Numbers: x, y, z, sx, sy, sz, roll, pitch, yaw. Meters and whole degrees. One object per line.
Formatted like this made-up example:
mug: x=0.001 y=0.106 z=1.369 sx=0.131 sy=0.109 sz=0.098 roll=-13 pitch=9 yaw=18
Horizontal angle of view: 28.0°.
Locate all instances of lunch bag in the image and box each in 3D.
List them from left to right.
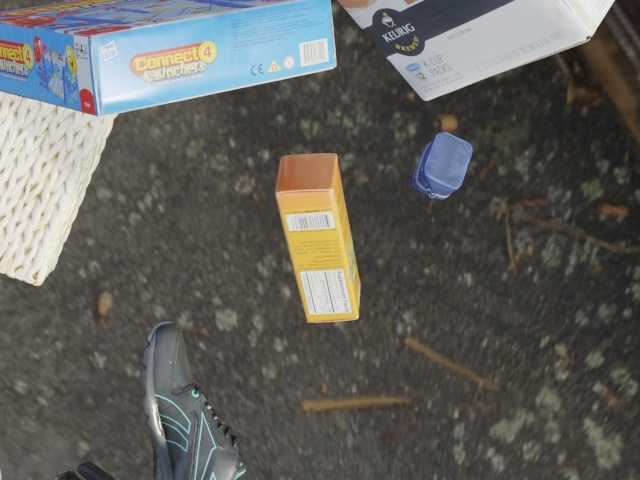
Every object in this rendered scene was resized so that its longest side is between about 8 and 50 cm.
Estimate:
lunch bag: x=0.187 y=-0.111 z=1.999 sx=0.067 sy=0.065 sz=0.098 roll=26 pitch=68 yaw=-8

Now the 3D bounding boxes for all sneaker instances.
sneaker: x=-0.140 y=0.220 z=1.430 sx=0.106 sy=0.101 sz=0.267 roll=-8 pitch=83 yaw=0

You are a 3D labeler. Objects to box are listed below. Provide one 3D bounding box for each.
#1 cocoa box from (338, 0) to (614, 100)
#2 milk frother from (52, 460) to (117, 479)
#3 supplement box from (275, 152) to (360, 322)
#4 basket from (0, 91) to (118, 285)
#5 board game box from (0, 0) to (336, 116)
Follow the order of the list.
cocoa box: x=0.174 y=-0.346 z=1.194 sx=0.228 sy=0.231 sz=0.347 roll=46 pitch=60 yaw=-19
milk frother: x=-0.356 y=0.404 z=1.849 sx=0.135 sy=0.129 sz=0.143 roll=34 pitch=39 yaw=21
supplement box: x=0.000 y=0.000 z=1.654 sx=0.080 sy=0.233 sz=0.078 roll=-2 pitch=43 yaw=8
basket: x=-0.497 y=-0.120 z=2.014 sx=0.267 sy=0.328 sz=0.331 roll=23 pitch=91 yaw=-9
board game box: x=-0.195 y=-0.228 z=1.479 sx=0.308 sy=0.086 sz=0.302 roll=-17 pitch=22 yaw=-35
